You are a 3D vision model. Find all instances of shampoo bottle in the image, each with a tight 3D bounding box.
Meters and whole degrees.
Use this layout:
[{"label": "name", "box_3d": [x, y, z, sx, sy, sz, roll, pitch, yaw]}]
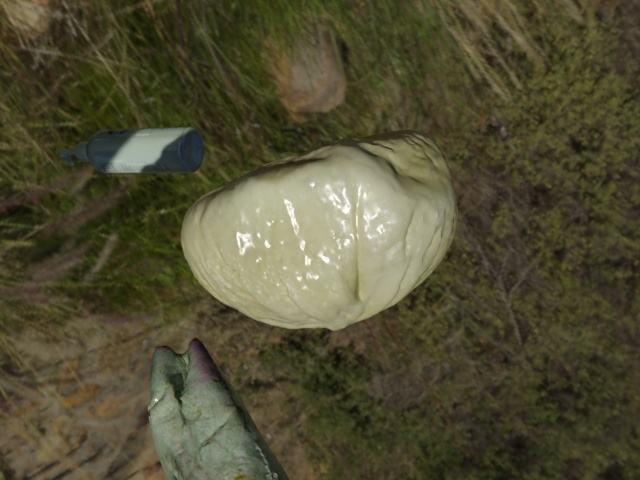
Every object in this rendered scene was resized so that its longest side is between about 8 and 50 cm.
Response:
[{"label": "shampoo bottle", "box_3d": [-0.239, -0.108, 0.979, 0.056, 0.195, 0.056, 1, 90, -69]}]

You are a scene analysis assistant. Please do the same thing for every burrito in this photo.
[{"label": "burrito", "box_3d": [-0.075, 0.210, 0.677, 0.096, 0.309, 0.066, -35, 145, -3]}]

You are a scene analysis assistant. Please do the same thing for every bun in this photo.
[{"label": "bun", "box_3d": [0.000, 0.000, 0.683, 0.244, 0.153, 0.244, -16, 179, 0]}]
